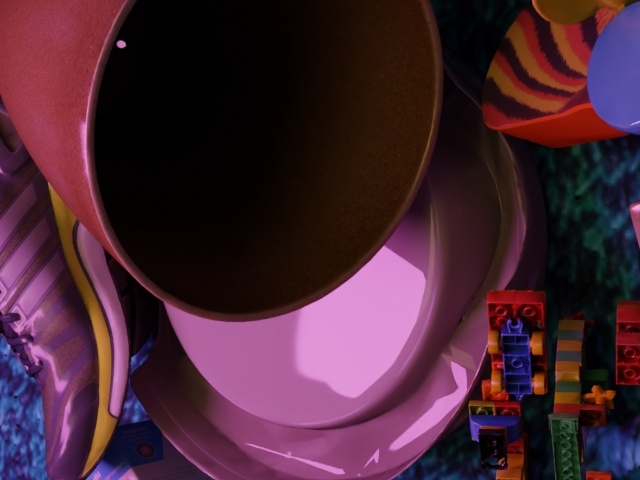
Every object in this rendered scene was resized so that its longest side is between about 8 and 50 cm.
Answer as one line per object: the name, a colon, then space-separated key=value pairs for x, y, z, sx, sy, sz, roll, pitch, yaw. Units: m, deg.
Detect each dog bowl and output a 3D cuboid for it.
dog bowl: x=0.000 y=0.000 z=1.024 sx=0.349 sy=0.102 sz=0.349 roll=2 pitch=93 yaw=37

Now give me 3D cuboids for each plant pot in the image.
plant pot: x=-0.098 y=-0.102 z=0.909 sx=0.254 sy=0.237 sz=0.237 roll=25 pitch=107 yaw=48

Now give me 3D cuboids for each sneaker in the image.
sneaker: x=-0.216 y=0.031 z=1.069 sx=0.111 sy=0.121 sz=0.300 roll=142 pitch=118 yaw=-62

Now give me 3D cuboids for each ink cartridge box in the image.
ink cartridge box: x=-0.096 y=0.222 z=1.105 sx=0.060 sy=0.104 sz=0.180 roll=-45 pitch=66 yaw=30

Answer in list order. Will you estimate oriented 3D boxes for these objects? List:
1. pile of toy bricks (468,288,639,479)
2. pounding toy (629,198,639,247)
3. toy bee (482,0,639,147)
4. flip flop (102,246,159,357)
pile of toy bricks: x=0.153 y=0.092 z=0.909 sx=0.118 sy=0.105 sz=0.212 roll=1 pitch=130 yaw=12
pounding toy: x=0.244 y=0.003 z=0.854 sx=0.141 sy=0.100 sz=0.130 roll=-10 pitch=100 yaw=40
toy bee: x=0.221 y=-0.121 z=0.793 sx=0.298 sy=0.195 sz=0.162 roll=11 pitch=87 yaw=34
flip flop: x=-0.205 y=-0.030 z=1.188 sx=0.277 sy=0.112 sz=0.080 roll=67 pitch=156 yaw=7
